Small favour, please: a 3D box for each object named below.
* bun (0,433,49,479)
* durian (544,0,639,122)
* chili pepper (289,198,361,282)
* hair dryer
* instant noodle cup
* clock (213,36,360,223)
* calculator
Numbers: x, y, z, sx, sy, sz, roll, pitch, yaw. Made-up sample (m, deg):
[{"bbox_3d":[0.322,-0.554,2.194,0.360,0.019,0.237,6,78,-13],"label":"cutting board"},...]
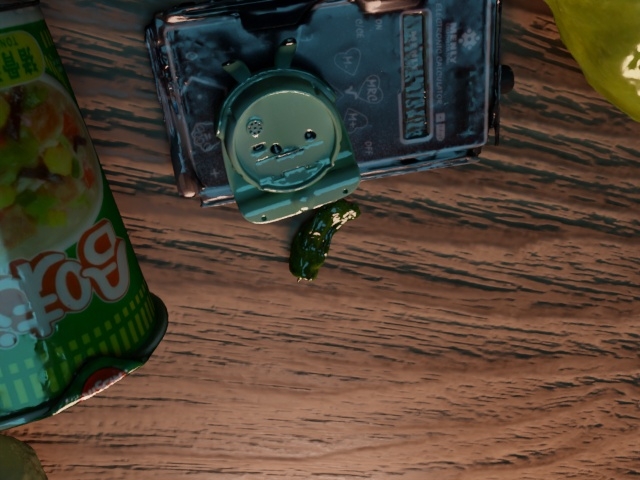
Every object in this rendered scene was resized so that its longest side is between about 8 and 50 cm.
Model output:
[{"bbox_3d":[-0.318,0.228,0.600,0.195,0.118,0.195,-7,123,-11],"label":"bun"},{"bbox_3d":[0.315,-0.184,0.539,0.255,0.204,0.340,-11,135,32],"label":"durian"},{"bbox_3d":[-0.001,-0.001,0.644,0.091,0.034,0.030,-56,152,13],"label":"chili pepper"},{"bbox_3d":[0.142,-0.111,0.635,0.047,0.026,0.083,-10,122,-13],"label":"hair dryer"},{"bbox_3d":[-0.220,-0.027,0.467,0.207,0.207,0.233,-12,111,-12],"label":"instant noodle cup"},{"bbox_3d":[-0.031,-0.083,0.540,0.101,0.041,0.135,-19,123,-2],"label":"clock"},{"bbox_3d":[0.011,-0.119,0.570,0.274,0.028,0.166,-11,119,-6],"label":"calculator"}]
